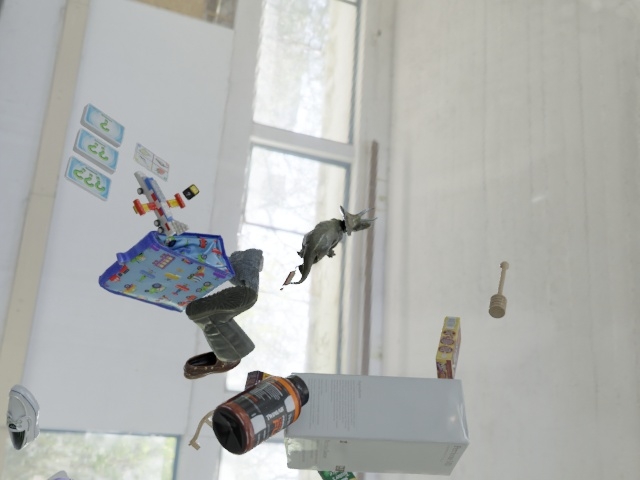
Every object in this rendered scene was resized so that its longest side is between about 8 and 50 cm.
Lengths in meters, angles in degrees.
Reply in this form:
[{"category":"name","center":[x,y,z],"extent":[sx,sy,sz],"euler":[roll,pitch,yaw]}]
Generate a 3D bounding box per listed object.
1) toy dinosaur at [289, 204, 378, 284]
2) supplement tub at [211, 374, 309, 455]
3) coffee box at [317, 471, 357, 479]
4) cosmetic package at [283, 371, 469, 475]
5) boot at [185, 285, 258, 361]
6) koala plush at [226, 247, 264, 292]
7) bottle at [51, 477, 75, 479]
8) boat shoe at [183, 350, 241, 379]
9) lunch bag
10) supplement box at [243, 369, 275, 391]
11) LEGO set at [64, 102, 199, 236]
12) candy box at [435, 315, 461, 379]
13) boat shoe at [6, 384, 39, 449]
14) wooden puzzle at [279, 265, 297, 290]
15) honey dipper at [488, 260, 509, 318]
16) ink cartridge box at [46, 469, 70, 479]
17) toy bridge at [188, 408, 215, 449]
[{"category":"toy dinosaur","center":[0.000,0.000,1.687],"extent":[0.121,0.314,0.160],"euler":[45,-43,14]},{"category":"supplement tub","center":[-0.109,0.331,1.246],"extent":[0.106,0.198,0.106],"euler":[13,-69,37]},{"category":"coffee box","center":[0.051,0.889,2.461],"extent":[0.184,0.113,0.040],"euler":[50,-42,36]},{"category":"cosmetic package","center":[0.117,0.413,1.421],"extent":[0.217,0.385,0.156],"euler":[90,3,-52]},{"category":"boot","center":[-0.202,0.205,1.506],"extent":[0.076,0.190,0.208],"euler":[-85,156,-47]},{"category":"koala plush","center":[-0.325,0.101,2.294],"extent":[0.203,0.221,0.196],"euler":[100,-1,-65]},{"category":"bottle","center":[-0.409,0.449,0.997],"extent":[0.283,0.092,0.118],"euler":[-27,-145,63]},{"category":"boat shoe","center":[-0.347,0.395,2.077],"extent":[0.073,0.207,0.073],"euler":[47,-43,35]},{"category":"lunch bag","center":[-0.412,0.074,1.654],"extent":[0.221,0.293,0.138],"euler":[-34,-116,24]},{"category":"supplement box","center":[-0.212,0.557,2.205],"extent":[0.081,0.104,0.188],"euler":[-26,-133,52]},{"category":"LEGO set","center":[-0.300,-0.114,1.082],"extent":[0.060,0.244,0.182],"euler":[-31,-138,27]},{"category":"candy box","center":[0.400,0.339,1.979],"extent":[0.186,0.053,0.109],"euler":[-65,150,-49]},{"category":"boat shoe","center":[-0.842,0.506,1.787],"extent":[0.075,0.083,0.226],"euler":[-61,160,-52]},{"category":"wooden puzzle","center":[-0.085,0.105,1.750],"extent":[0.083,0.006,0.049],"euler":[-60,166,13]},{"category":"honey dipper","center":[0.334,0.086,1.181],"extent":[0.030,0.031,0.160],"euler":[-66,176,36]},{"category":"ink cartridge box","center":[-0.681,0.715,1.436],"extent":[0.207,0.353,0.119],"euler":[49,-22,19]},{"category":"toy bridge","center":[-0.348,0.580,2.011],"extent":[0.188,0.063,0.026],"euler":[-44,-149,-10]}]
